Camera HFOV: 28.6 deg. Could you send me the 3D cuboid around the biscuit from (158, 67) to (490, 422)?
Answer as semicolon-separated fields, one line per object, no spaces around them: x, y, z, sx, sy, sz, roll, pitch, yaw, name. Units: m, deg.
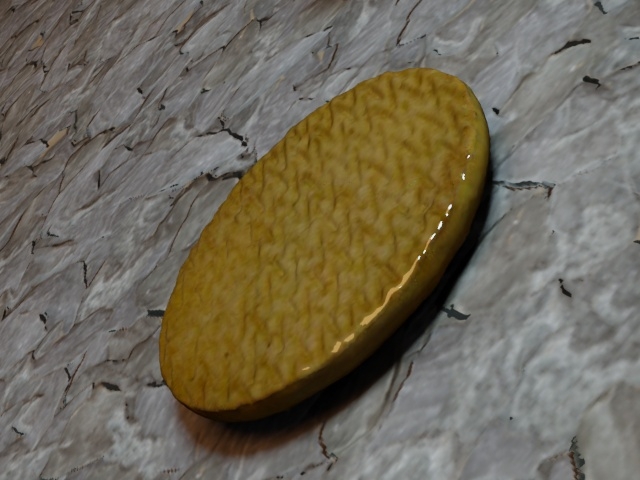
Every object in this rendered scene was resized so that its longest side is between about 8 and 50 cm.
0.000;0.000;0.760;0.262;0.037;0.262;-36;29;24;biscuit
